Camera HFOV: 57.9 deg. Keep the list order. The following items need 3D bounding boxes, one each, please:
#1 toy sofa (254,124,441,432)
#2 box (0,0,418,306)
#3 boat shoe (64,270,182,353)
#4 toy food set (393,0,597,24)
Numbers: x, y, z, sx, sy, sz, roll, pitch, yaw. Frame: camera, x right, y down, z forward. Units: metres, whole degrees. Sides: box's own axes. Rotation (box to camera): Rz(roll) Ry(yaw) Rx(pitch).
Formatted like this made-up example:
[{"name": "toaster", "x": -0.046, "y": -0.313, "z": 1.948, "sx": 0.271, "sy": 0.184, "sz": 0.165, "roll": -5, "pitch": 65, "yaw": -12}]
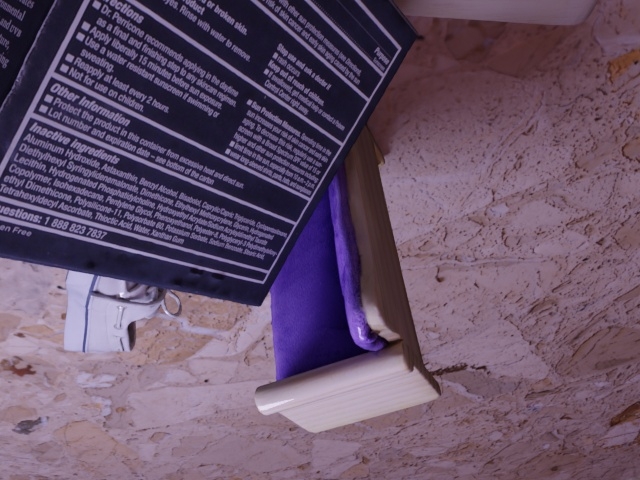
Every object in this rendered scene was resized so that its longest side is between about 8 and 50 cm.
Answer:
[{"name": "toy sofa", "x": 0.000, "y": 0.000, "z": 0.623, "sx": 0.150, "sy": 0.362, "sz": 0.177, "roll": -21, "pitch": 141, "yaw": 17}, {"name": "box", "x": -0.117, "y": -0.131, "z": 0.463, "sx": 0.296, "sy": 0.183, "sz": 0.294, "roll": 22, "pitch": 101, "yaw": -55}, {"name": "boat shoe", "x": -0.273, "y": 0.066, "z": 0.831, "sx": 0.157, "sy": 0.135, "sz": 0.367, "roll": 12, "pitch": 137, "yaw": -17}, {"name": "toy food set", "x": 0.153, "y": -0.318, "z": 0.514, "sx": 0.307, "sy": 0.092, "sz": 0.219, "roll": 2, "pitch": 148, "yaw": -5}]
